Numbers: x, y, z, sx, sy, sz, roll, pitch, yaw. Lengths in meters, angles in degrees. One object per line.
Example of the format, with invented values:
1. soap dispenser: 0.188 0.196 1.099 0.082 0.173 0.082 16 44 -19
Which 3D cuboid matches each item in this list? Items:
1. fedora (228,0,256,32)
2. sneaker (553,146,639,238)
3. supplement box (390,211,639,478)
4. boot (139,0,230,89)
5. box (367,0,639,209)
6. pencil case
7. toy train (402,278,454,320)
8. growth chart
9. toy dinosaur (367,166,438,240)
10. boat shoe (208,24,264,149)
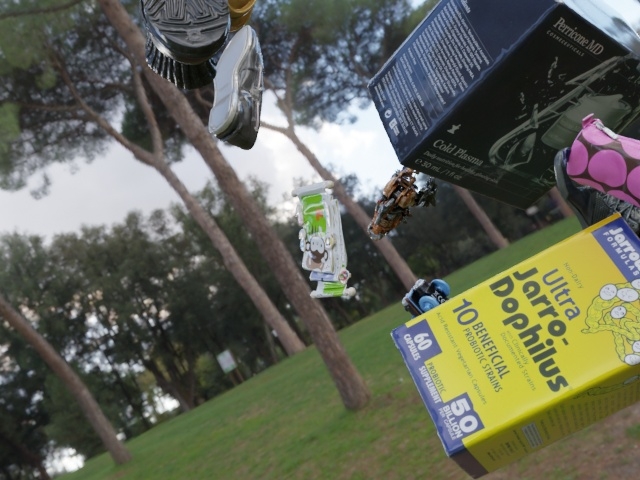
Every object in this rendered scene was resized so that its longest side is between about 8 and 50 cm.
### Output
1. fedora: -0.232 -0.652 1.804 0.079 0.195 0.194 14 24 38
2. sneaker: 0.496 -0.070 1.154 0.087 0.228 0.130 -33 7 -32
3. supplement box: 0.315 0.157 0.950 0.356 0.194 0.195 -29 -35 7
4. boot: -0.240 -0.354 1.185 0.131 0.348 0.260 -13 -36 -14
5. box: 0.457 -0.365 1.580 0.479 0.298 0.472 13 -46 -36
6. pencil case: 0.421 -0.086 0.853 0.095 0.209 0.098 -35 -42 -34
7. toy train: 0.237 0.157 1.328 0.105 0.184 0.080 -37 9 48
8. growth chart: 0.000 0.000 1.292 0.021 0.237 0.172 -6 -9 -31
9. toy dinosaur: 0.252 -0.135 2.005 0.322 0.164 0.218 -38 -4 40
10. boat shoe: -0.177 -0.341 1.513 0.112 0.335 0.095 -24 -44 35
